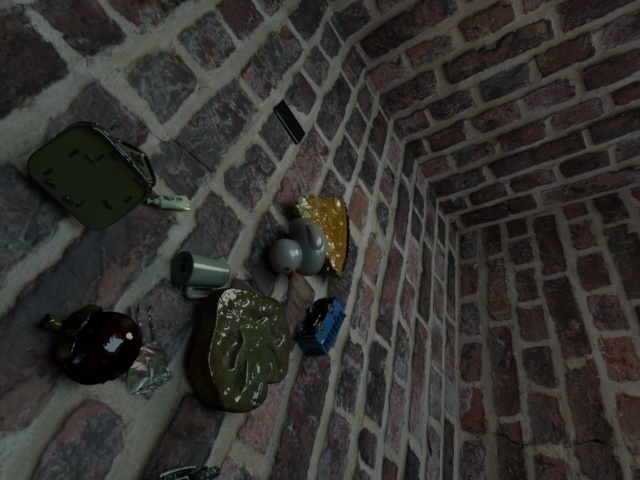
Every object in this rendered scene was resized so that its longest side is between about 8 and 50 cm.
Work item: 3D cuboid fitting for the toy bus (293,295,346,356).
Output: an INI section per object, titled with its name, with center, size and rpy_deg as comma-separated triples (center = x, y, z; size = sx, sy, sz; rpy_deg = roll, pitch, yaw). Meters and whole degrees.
[toy bus]
center = 0.006, 0.339, 1.595
size = 0.133, 0.116, 0.234
rpy_deg = 60, 36, -19

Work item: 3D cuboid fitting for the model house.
[model house]
center = -0.539, -0.196, 1.017
size = 0.218, 0.205, 0.278
rpy_deg = 55, 7, -28

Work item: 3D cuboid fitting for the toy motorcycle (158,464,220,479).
[toy motorcycle]
center = -0.355, 0.596, 0.944
size = 0.229, 0.129, 0.093
rpy_deg = 5, 47, -42

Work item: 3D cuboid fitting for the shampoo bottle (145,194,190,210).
[shampoo bottle]
center = -0.455, -0.113, 1.192
size = 0.141, 0.034, 0.048
rpy_deg = -3, 84, -55

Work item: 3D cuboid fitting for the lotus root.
[lotus root]
center = -0.237, 0.313, 1.224
size = 0.374, 0.111, 0.390
rpy_deg = 65, 34, -18

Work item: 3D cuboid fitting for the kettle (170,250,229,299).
[kettle]
center = -0.351, 0.103, 1.189
size = 0.148, 0.098, 0.126
rpy_deg = 20, 53, -55

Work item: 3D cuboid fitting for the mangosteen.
[mangosteen]
center = -0.485, 0.220, 0.878
size = 0.173, 0.172, 0.183
rpy_deg = -11, 65, -57

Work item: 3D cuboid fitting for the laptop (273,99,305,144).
[laptop]
center = -0.140, -0.560, 1.892
size = 0.197, 0.016, 0.135
rpy_deg = 55, 35, -26

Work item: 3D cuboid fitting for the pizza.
[pizza]
center = 0.039, -0.013, 1.801
size = 0.435, 0.080, 0.391
rpy_deg = -9, 83, -57

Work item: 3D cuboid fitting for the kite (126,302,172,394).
[kite]
center = -0.449, 0.275, 1.038
size = 0.127, 0.016, 0.229
rpy_deg = 4, 75, -59

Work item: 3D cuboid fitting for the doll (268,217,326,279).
[doll]
center = -0.099, 0.032, 1.535
size = 0.221, 0.221, 0.250
rpy_deg = 24, 60, -50
